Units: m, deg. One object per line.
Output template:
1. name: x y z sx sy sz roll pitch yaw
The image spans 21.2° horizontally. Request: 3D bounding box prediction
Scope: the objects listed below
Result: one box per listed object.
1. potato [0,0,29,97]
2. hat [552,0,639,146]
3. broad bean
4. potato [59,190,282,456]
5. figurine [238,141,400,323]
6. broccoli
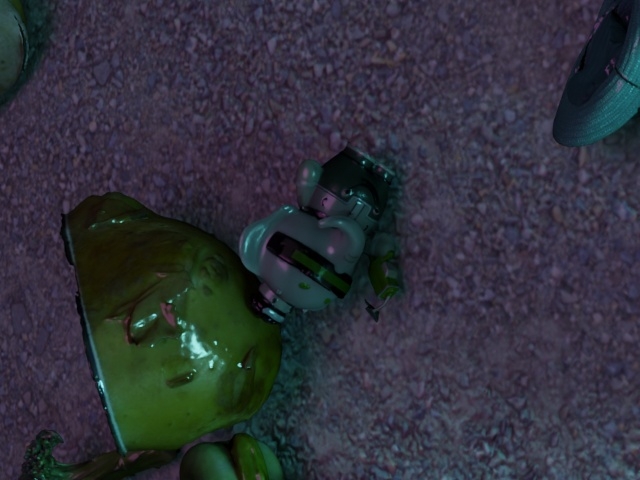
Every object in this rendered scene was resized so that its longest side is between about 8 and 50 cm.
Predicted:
1. potato: -0.563 -0.305 2.148 0.397 0.290 0.296 -30 38 18
2. hat: 0.267 -0.158 1.440 0.138 0.078 0.191 -96 27 -63
3. broad bean: -0.086 0.306 1.737 0.169 0.100 0.228 -143 54 -62
4. potato: -0.149 0.077 1.764 0.300 0.196 0.246 -114 12 -50
5. figurine: 0.000 0.000 1.663 0.192 0.147 0.126 -55 33 4
6. broccoli: -0.247 0.264 1.903 0.204 0.118 0.122 -30 46 24
